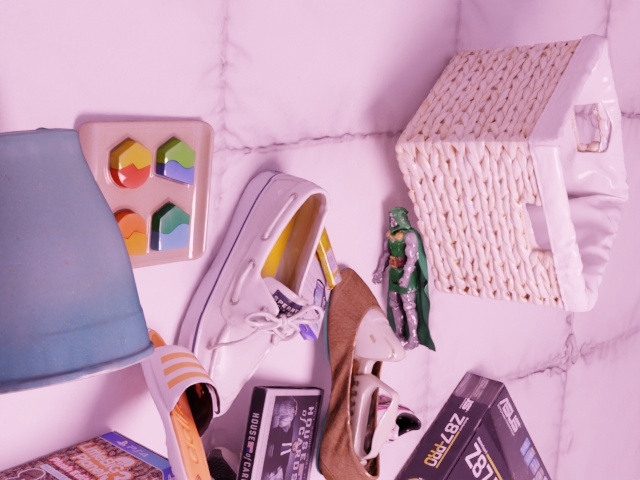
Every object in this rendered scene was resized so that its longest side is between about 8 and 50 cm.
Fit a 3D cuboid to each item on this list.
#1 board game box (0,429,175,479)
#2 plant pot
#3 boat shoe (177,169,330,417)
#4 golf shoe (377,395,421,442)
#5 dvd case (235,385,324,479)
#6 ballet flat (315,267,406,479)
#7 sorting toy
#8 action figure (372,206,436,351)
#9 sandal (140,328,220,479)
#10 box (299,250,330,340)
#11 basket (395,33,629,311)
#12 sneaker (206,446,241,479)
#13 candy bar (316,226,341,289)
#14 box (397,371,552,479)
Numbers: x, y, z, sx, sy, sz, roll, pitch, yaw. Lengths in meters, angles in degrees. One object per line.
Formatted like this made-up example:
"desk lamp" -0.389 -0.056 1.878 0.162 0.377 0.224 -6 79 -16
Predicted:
"board game box" -0.327 0.404 1.371 0.291 0.141 0.232 -16 113 -44
"plant pot" -0.329 0.015 1.181 0.272 0.272 0.255 -11 94 -46
"boat shoe" -0.071 0.086 1.543 0.136 0.157 0.367 33 77 -47
"golf shoe" 0.087 0.304 1.836 0.186 0.086 0.067 -10 110 -42
"dvd case" -0.059 0.306 1.645 0.239 0.030 0.179 20 79 -68
"ballet flat" 0.069 0.216 1.722 0.116 0.124 0.342 12 83 -52
"sorting toy" -0.222 -0.057 1.425 0.208 0.038 0.192 -6 106 -46
"action figure" 0.133 0.059 1.806 0.064 0.137 0.232 -9 100 -33
"sandal" -0.161 0.219 1.429 0.076 0.265 0.102 -28 145 6
"box" -0.020 0.083 1.658 0.081 0.028 0.136 59 36 -39
"basket" 0.319 -0.107 1.772 0.331 0.267 0.328 -58 139 -45
"sneaker" -0.114 0.336 1.659 0.161 0.057 0.075 54 46 -40
"candy bar" 0.000 0.000 1.672 0.040 0.018 0.161 -47 123 -58
"box" 0.295 0.495 2.113 0.318 0.097 0.395 -53 134 -27
